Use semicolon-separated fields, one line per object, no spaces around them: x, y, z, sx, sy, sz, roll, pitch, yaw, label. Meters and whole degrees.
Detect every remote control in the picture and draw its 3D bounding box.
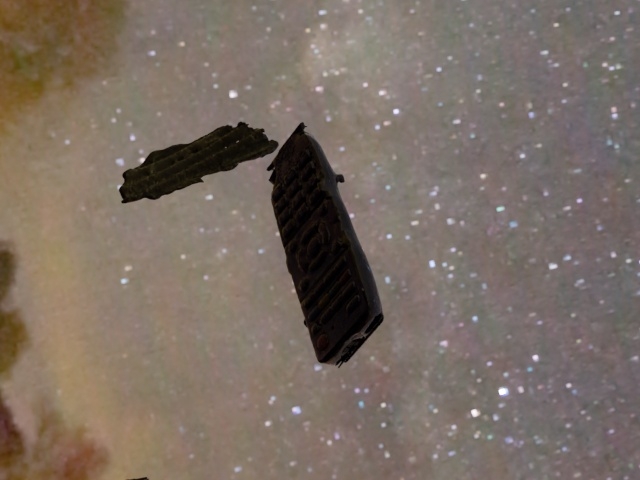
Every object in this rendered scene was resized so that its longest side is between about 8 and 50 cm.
0.000;0.000;1.365;0.144;0.062;0.399;-51;-142;31;remote control

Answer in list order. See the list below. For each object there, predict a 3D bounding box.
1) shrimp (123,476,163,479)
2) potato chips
-0.342;0.449;1.578;0.101;0.190;0.042;47;-33;26;shrimp
-0.155;-0.103;1.177;0.028;0.207;0.092;61;8;-46;potato chips
